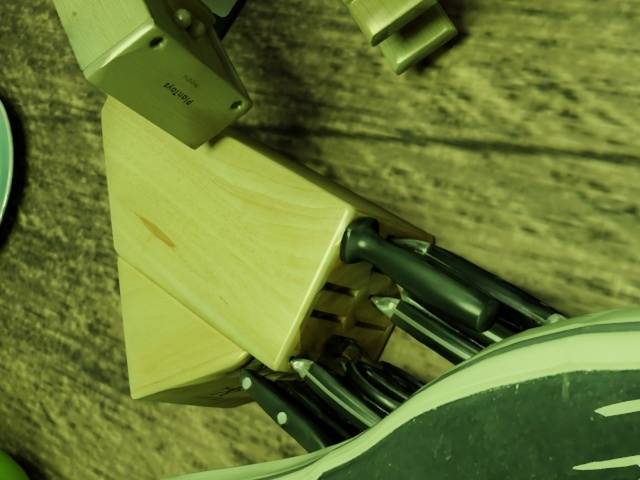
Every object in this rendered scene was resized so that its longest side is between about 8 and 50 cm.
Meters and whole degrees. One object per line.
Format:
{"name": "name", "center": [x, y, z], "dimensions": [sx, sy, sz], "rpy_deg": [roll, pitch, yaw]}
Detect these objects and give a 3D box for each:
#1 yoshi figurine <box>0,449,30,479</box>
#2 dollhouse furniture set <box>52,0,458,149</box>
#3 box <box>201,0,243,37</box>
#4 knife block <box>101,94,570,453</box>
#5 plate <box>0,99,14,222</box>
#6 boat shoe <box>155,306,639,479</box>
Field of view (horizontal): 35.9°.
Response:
{"name": "yoshi figurine", "center": [-0.290, 0.282, 0.677], "dimensions": [0.203, 0.203, 0.362], "rpy_deg": [-110, 40, -64]}
{"name": "dollhouse furniture set", "center": [-0.025, -0.191, 0.511], "dimensions": [0.242, 0.212, 0.161], "rpy_deg": [-34, 62, 12]}
{"name": "box", "center": [-0.078, -0.288, 0.677], "dimensions": [0.169, 0.087, 0.290], "rpy_deg": [42, 104, 35]}
{"name": "knife block", "center": [0.000, 0.000, 0.552], "dimensions": [0.242, 0.088, 0.275], "rpy_deg": [-23, 66, 29]}
{"name": "plate", "center": [-0.311, -0.043, 0.830], "dimensions": [0.188, 0.024, 0.188], "rpy_deg": [-10, 74, 35]}
{"name": "boat shoe", "center": [0.039, 0.165, 0.405], "dimensions": [0.500, 0.187, 0.156], "rpy_deg": [-24, 32, 35]}
